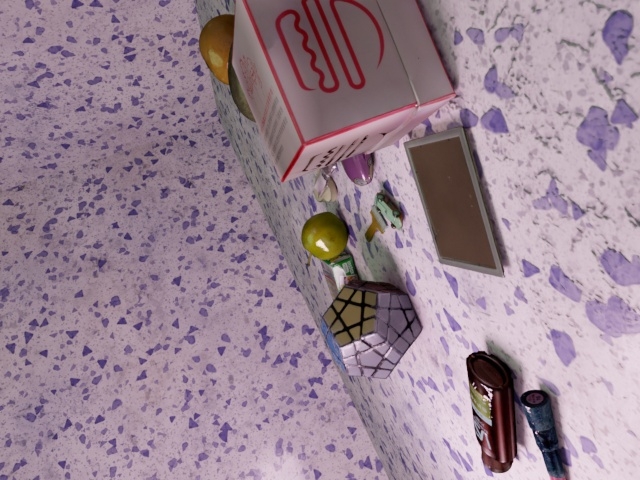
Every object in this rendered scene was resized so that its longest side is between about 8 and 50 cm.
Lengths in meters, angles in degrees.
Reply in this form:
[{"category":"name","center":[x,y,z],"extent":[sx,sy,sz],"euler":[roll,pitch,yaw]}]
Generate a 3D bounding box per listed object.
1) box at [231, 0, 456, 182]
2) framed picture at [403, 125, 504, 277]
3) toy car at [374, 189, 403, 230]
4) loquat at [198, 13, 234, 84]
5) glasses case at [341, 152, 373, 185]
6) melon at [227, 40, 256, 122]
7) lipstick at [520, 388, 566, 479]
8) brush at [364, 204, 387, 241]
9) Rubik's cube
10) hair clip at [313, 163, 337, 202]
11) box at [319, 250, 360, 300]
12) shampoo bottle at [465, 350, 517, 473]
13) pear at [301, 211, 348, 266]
[{"category":"box","center":[0.019,-0.324,0.907],"extent":[0.312,0.300,0.314],"euler":[67,167,0]},{"category":"framed picture","center":[0.270,-0.077,0.938],"extent":[0.232,0.019,0.296],"euler":[-162,52,-72]},{"category":"toy car","center":[0.186,-0.080,1.231],"extent":[0.122,0.035,0.059],"euler":[50,159,30]},{"category":"loquat","center":[-0.351,-0.743,1.798],"extent":[0.263,0.263,0.263],"euler":[158,90,-77]},{"category":"glasses case","center":[0.075,-0.297,1.222],"extent":[0.123,0.075,0.316],"euler":[37,147,64]},{"category":"melon","center":[-0.179,-0.534,1.486],"extent":[0.329,0.248,0.248],"euler":[86,158,-45]},{"category":"lipstick","center":[0.461,0.411,0.930],"extent":[0.234,0.053,0.053],"euler":[67,168,-17]},{"category":"brush","center":[0.166,-0.038,1.431],"extent":[0.082,0.010,0.218],"euler":[63,167,15]},{"category":"Rubik's cube","center":[0.152,0.270,1.428],"extent":[0.319,0.264,0.319],"euler":[60,165,28]},{"category":"hair clip","center":[0.008,-0.220,1.632],"extent":[0.218,0.071,0.159],"euler":[106,143,-61]},{"category":"box","center":[0.092,0.163,1.857],"extent":[0.180,0.103,0.250],"euler":[-149,40,-69]},{"category":"shampoo bottle","center":[0.403,0.415,1.072],"extent":[0.129,0.084,0.323],"euler":[-129,20,-58]},{"category":"pear","center":[0.000,0.000,1.706],"extent":[0.180,0.216,0.166],"euler":[38,-174,-32]}]
